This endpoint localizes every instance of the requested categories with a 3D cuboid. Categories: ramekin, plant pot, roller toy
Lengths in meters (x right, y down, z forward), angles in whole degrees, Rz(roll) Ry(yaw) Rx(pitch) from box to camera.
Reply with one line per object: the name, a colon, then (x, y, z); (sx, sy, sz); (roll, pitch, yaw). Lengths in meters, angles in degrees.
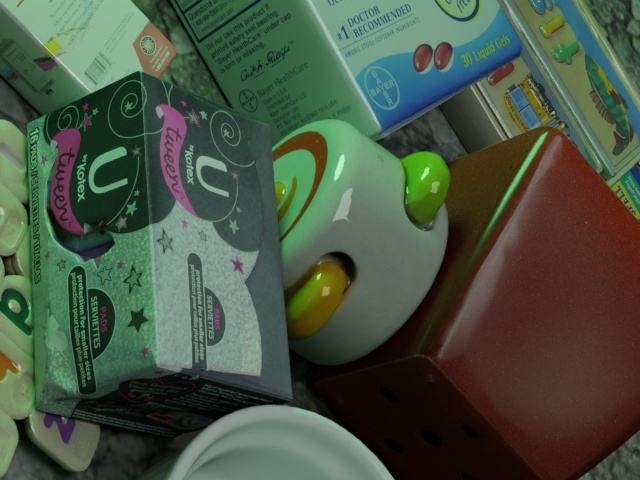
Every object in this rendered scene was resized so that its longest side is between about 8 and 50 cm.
ramekin: (-0.054, 0.280, 1.440); (0.277, 0.135, 0.277); (21, 56, -35)
plant pot: (0.154, 0.095, 1.655); (0.267, 0.267, 0.235); (48, 57, -15)
roller toy: (0.000, 0.000, 1.589); (0.146, 0.191, 0.209); (36, 72, -25)

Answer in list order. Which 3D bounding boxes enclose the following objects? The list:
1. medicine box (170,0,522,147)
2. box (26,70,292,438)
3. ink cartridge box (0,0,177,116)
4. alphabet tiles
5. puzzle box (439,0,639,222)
medicine box: (0.012, -0.238, 1.748); (0.263, 0.149, 0.289); (-32, 94, -47)
box: (-0.131, 0.014, 1.468); (0.163, 0.142, 0.247); (20, 57, -48)
ink cartridge box: (-0.229, -0.186, 1.555); (0.198, 0.067, 0.115); (47, 45, -18)
alphabet tiles: (-0.257, 0.042, 1.427); (0.278, 0.021, 0.284); (46, 41, -29)
puzzle box: (0.246, -0.150, 1.995); (0.272, 0.052, 0.409); (-37, 97, -46)
